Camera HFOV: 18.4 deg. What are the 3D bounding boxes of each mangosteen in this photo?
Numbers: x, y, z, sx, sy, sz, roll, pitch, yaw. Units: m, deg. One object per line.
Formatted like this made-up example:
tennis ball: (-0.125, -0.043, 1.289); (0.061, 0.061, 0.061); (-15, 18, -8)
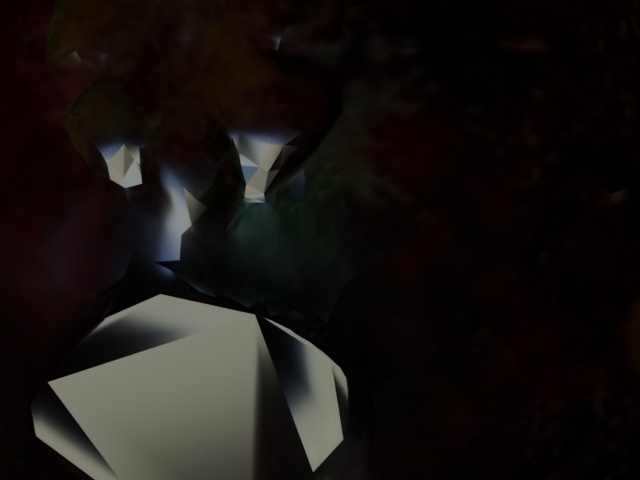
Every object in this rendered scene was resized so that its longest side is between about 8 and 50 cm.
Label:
mangosteen: (-0.003, -0.001, 0.663); (0.311, 0.311, 0.311); (17, 131, 20)
